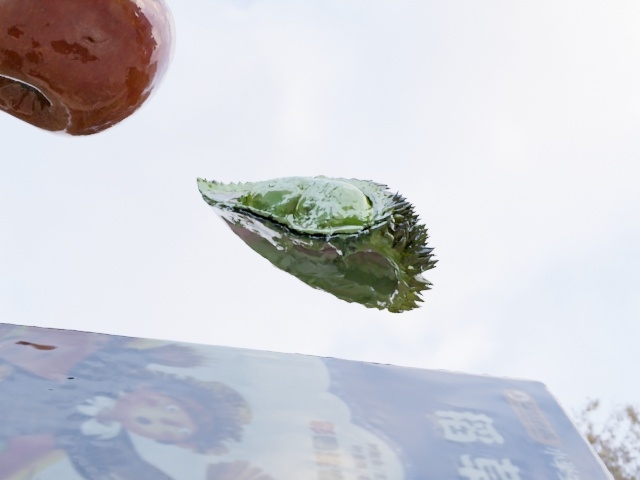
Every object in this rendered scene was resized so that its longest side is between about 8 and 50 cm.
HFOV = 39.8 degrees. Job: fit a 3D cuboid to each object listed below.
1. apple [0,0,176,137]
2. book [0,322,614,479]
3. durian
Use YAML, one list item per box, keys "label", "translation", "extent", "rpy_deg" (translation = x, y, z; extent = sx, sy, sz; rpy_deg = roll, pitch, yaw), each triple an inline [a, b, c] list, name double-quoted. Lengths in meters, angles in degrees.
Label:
- label: "apple"
  translation: [-0.310, -0.240, 1.029]
  extent: [0.271, 0.206, 0.251]
  rpy_deg: [26, -13, -12]
- label: "book"
  translation: [-0.030, 0.141, 0.501]
  extent: [0.428, 0.300, 0.039]
  rpy_deg: [7, -71, -8]
- label: "durian"
  translation: [0.000, 0.000, 1.064]
  extent: [0.351, 0.169, 0.158]
  rpy_deg: [16, -78, 42]
